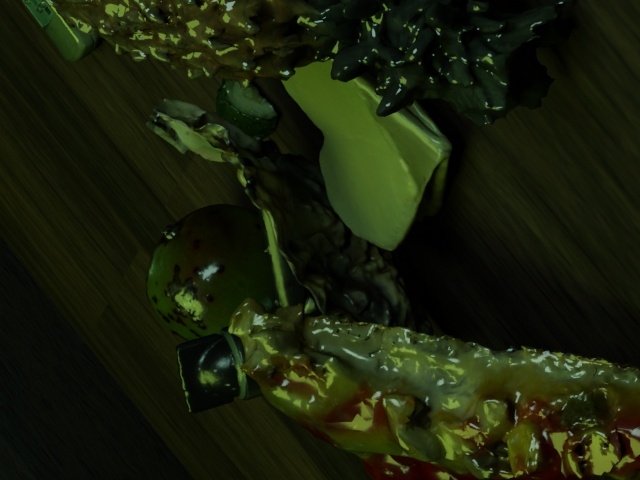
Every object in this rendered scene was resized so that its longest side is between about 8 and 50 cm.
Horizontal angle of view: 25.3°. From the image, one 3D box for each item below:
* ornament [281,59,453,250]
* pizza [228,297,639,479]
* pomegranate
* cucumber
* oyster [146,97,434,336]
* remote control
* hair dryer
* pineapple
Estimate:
[{"bbox_3d":[0.042,-0.084,1.075,0.180,0.059,0.201,21,143,56],"label":"ornament"},{"bbox_3d":[0.105,0.171,1.109,0.406,0.130,0.440,22,157,1],"label":"pizza"},{"bbox_3d":[-0.089,0.049,1.506,0.205,0.159,0.159,32,170,-25],"label":"pomegranate"},{"bbox_3d":[-0.076,-0.115,1.331,0.067,0.035,0.107,48,163,5],"label":"cucumber"},{"bbox_3d":[0.001,-0.003,1.223,0.354,0.107,0.201,52,176,-32],"label":"oyster"},{"bbox_3d":[-0.326,-0.300,1.568,0.233,0.038,0.098,55,161,-8],"label":"remote control"},{"bbox_3d":[-0.059,0.029,1.381,0.078,0.195,0.248,-152,50,-64],"label":"hair dryer"},{"bbox_3d":[-0.016,-0.178,0.888,0.362,0.202,0.202,23,152,20],"label":"pineapple"}]
